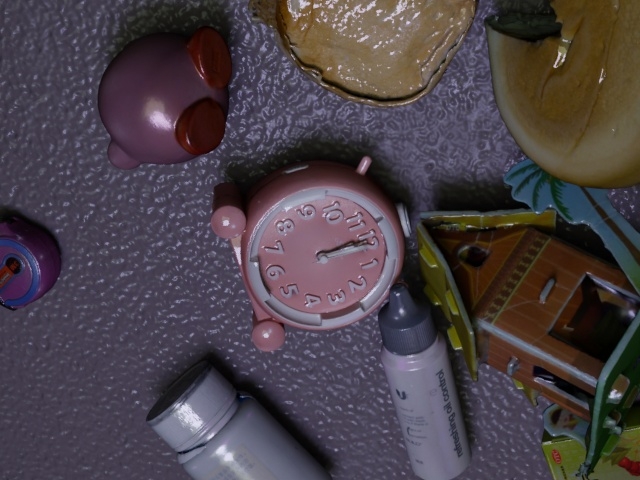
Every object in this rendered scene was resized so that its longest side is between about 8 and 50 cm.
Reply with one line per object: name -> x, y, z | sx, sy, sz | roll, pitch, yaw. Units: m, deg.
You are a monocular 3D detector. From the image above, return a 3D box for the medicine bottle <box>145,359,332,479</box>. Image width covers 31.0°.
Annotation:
medicine bottle -> -0.114, 0.300, 1.627 | 0.143, 0.143, 0.258 | -39, 101, 20

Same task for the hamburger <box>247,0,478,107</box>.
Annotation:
hamburger -> 0.053, -0.282, 1.386 | 0.286, 0.146, 0.243 | -13, 114, 7

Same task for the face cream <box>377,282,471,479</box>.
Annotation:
face cream -> 0.133, 0.183, 1.535 | 0.092, 0.092, 0.311 | -9, 123, 12

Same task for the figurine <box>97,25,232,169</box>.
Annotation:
figurine -> -0.198, -0.178, 1.450 | 0.173, 0.173, 0.173 | 3, 111, 8

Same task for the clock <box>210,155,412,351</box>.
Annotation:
clock -> 0.000, 0.000, 1.509 | 0.241, 0.142, 0.227 | -17, 113, 4

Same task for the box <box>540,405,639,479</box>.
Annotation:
box -> 0.430, 0.359, 1.598 | 0.175, 0.062, 0.261 | -15, 109, 23

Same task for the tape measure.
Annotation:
tape measure -> -0.427, 0.030, 1.611 | 0.125, 0.074, 0.118 | 46, 116, -4

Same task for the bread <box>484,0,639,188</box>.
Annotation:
bread -> 0.339, -0.218, 1.315 | 0.333, 0.160, 0.333 | 23, 120, 46

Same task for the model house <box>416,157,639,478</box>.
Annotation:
model house -> 0.298, 0.051, 1.488 | 0.323, 0.340, 0.300 | 27, 156, 23
